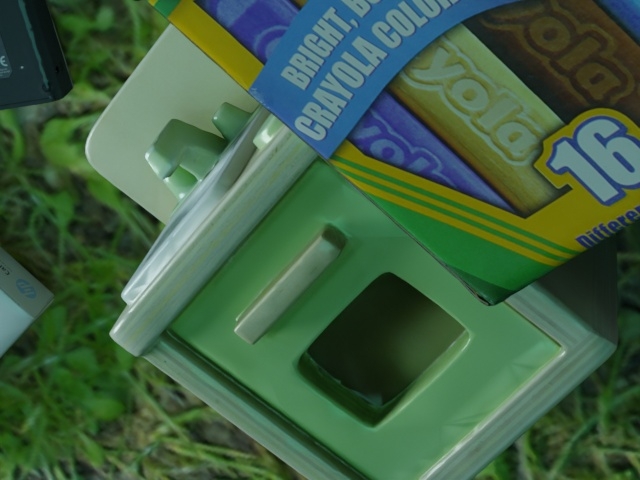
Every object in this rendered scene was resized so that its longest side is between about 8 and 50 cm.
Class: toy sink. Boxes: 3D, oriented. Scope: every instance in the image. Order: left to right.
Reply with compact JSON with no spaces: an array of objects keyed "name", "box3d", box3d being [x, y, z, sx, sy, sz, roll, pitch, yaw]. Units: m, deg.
[{"name":"toy sink","box3d":[0.000,0.000,0.638,0.234,0.131,0.153,39,117,-9]}]

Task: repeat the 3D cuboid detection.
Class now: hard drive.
[{"name":"hard drive","box3d":[-0.185,-0.128,0.673,0.094,0.022,0.135,-7,116,15]}]

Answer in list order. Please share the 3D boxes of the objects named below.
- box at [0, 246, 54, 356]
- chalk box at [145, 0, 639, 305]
[{"name":"box","box3d":[-0.259,0.048,0.755,0.145,0.038,0.186,43,109,-7]},{"name":"chalk box","box3d":[0.039,-0.155,0.494,0.289,0.180,0.179,41,134,-16]}]
